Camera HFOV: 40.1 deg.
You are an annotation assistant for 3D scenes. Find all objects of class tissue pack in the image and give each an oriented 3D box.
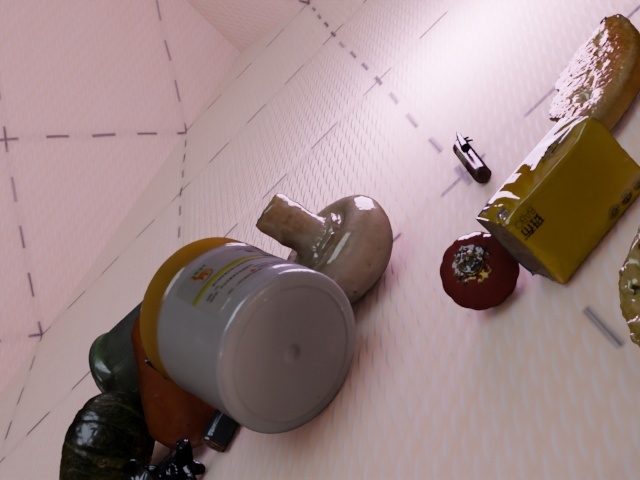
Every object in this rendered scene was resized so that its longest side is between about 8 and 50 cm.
[{"bbox_3d":[0.287,-0.048,1.035,0.169,0.120,0.082,-49,19,-3],"label":"tissue pack"}]

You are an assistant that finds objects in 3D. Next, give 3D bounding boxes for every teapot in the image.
[{"bbox_3d":[-0.275,0.173,1.687,0.337,0.200,0.270,-40,-3,25],"label":"teapot"}]

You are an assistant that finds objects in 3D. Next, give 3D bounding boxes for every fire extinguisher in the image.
[{"bbox_3d":[0.233,-0.140,1.402,0.035,0.049,0.173,-51,19,15],"label":"fire extinguisher"}]

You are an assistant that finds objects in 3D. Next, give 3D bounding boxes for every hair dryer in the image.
[{"bbox_3d":[-0.184,0.213,1.399,0.050,0.195,0.173,-12,41,49],"label":"hair dryer"}]

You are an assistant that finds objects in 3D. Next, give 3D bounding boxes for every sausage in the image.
[{"bbox_3d":[-0.240,0.222,1.461,0.133,0.133,0.259,-14,82,56],"label":"sausage"}]

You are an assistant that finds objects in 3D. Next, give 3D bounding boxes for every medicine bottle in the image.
[{"bbox_3d":[-0.105,0.130,1.266,0.232,0.238,0.238,17,66,49],"label":"medicine bottle"}]

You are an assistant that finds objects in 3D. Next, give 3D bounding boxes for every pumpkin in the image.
[{"bbox_3d":[-0.364,0.362,1.499,0.223,0.157,0.224,15,-90,-88],"label":"pumpkin"}]

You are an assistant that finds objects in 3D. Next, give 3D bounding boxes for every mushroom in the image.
[{"bbox_3d":[0.016,-0.002,1.400,0.206,0.209,0.206,-28,3,1],"label":"mushroom"}]

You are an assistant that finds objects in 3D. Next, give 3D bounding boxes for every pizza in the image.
[{"bbox_3d":[0.390,-0.222,1.226,0.134,0.056,0.271,-28,30,38],"label":"pizza"}]

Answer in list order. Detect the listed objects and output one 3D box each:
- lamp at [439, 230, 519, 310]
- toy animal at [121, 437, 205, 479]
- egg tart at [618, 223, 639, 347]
[{"bbox_3d":[0.199,0.038,1.101,0.101,0.090,0.101,-9,70,26],"label":"lamp"},{"bbox_3d":[-0.259,0.404,1.327,0.121,0.117,0.210,-31,24,23],"label":"toy animal"},{"bbox_3d":[0.384,0.008,0.737,0.288,0.118,0.288,-46,22,25],"label":"egg tart"}]
